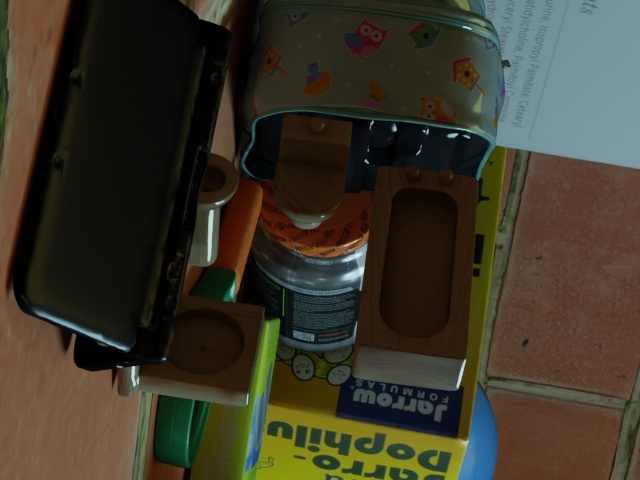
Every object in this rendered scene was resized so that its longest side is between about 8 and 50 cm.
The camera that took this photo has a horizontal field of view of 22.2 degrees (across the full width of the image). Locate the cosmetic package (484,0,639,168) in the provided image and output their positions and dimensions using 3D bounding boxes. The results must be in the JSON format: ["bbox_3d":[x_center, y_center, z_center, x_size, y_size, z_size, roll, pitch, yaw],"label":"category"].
[{"bbox_3d":[0.187,-0.278,1.190,0.327,0.393,0.329,94,7,-63],"label":"cosmetic package"}]

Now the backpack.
[{"bbox_3d":[0.034,-0.100,1.006,0.188,0.165,0.144,110,-11,-87],"label":"backpack"}]

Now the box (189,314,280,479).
[{"bbox_3d":[-0.064,0.139,1.133,0.109,0.042,0.178,24,74,-87],"label":"box"}]

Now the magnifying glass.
[{"bbox_3d":[-0.065,0.041,0.980,0.231,0.026,0.092,-74,173,-51],"label":"magnifying glass"}]

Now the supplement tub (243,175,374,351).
[{"bbox_3d":[0.000,0.000,1.187,0.190,0.117,0.117,94,6,-68],"label":"supplement tub"}]

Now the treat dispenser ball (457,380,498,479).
[{"bbox_3d":[0.082,0.258,2.076,0.288,0.288,0.288,10,90,-87],"label":"treat dispenser ball"}]

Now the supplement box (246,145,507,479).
[{"bbox_3d":[0.040,0.056,1.404,0.195,0.194,0.357,97,4,-52],"label":"supplement box"}]

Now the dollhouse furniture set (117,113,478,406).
[{"bbox_3d":[-0.002,-0.014,0.722,0.123,0.151,0.144,97,2,-48],"label":"dollhouse furniture set"}]

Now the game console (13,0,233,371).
[{"bbox_3d":[-0.078,-0.023,0.560,0.107,0.071,0.122,-13,-118,60],"label":"game console"}]
